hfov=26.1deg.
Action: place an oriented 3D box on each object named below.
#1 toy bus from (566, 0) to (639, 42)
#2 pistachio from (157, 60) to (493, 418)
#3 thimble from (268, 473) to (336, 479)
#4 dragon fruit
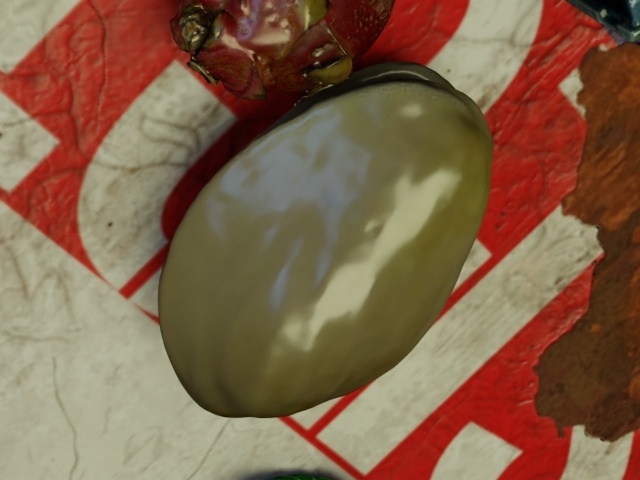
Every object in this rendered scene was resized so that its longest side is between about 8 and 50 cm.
[{"bbox_3d":[0.198,-0.310,0.889,0.190,0.152,0.312,-28,124,-4],"label":"toy bus"},{"bbox_3d":[0.000,0.000,0.972,0.197,0.166,0.288,31,96,-21],"label":"pistachio"},{"bbox_3d":[-0.012,0.255,1.130,0.130,0.118,0.090,13,117,-7],"label":"thimble"},{"bbox_3d":[0.008,-0.190,0.907,0.246,0.125,0.125,-54,156,-12],"label":"dragon fruit"}]
